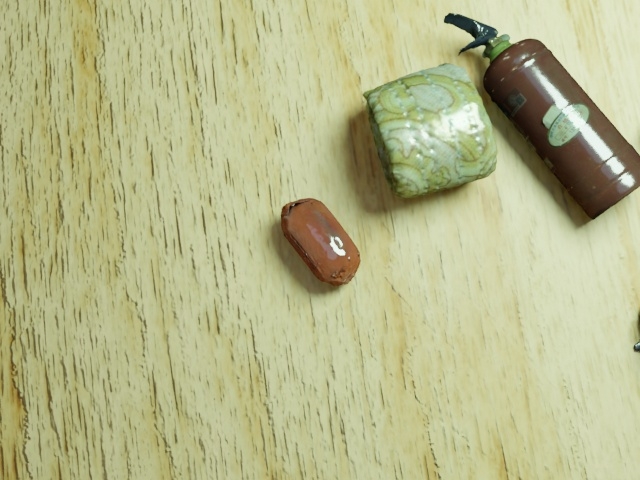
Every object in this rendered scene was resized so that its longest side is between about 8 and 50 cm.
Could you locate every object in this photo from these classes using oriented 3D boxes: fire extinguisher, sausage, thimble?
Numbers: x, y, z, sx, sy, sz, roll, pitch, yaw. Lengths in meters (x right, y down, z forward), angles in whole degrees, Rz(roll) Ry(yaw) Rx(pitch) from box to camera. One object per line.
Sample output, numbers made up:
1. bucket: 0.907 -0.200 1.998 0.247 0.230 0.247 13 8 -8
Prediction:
1. fire extinguisher: 0.297 -0.187 1.004 0.138 0.102 0.344 -27 76 -40
2. sausage: 0.000 0.000 1.021 0.076 0.076 0.141 -34 78 -2
3. thimble: 0.146 -0.157 1.006 0.144 0.137 0.190 -15 67 1

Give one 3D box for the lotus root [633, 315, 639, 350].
1. lotus root: 0.557 0.122 0.952 0.261 0.074 0.170 16 78 7
